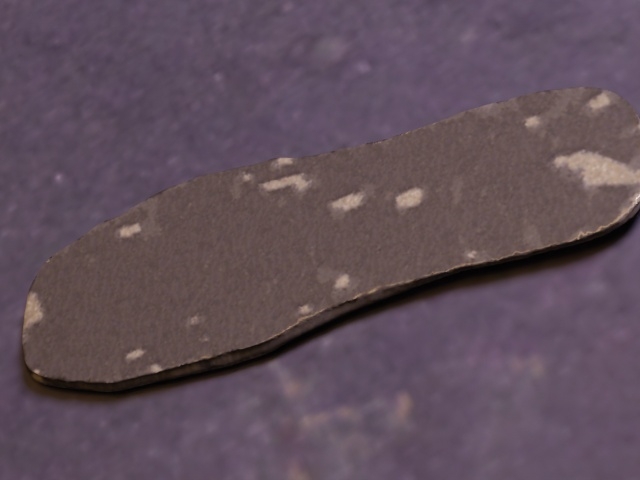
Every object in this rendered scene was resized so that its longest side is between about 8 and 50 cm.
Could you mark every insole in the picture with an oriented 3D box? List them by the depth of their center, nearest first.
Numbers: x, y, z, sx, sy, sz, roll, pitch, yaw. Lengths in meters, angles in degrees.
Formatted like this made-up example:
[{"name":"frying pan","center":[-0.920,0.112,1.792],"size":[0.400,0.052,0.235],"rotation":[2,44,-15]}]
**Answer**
[{"name":"insole","center":[0.000,0.000,0.656],"size":[0.248,0.011,0.081],"rotation":[-16,57,17]}]
